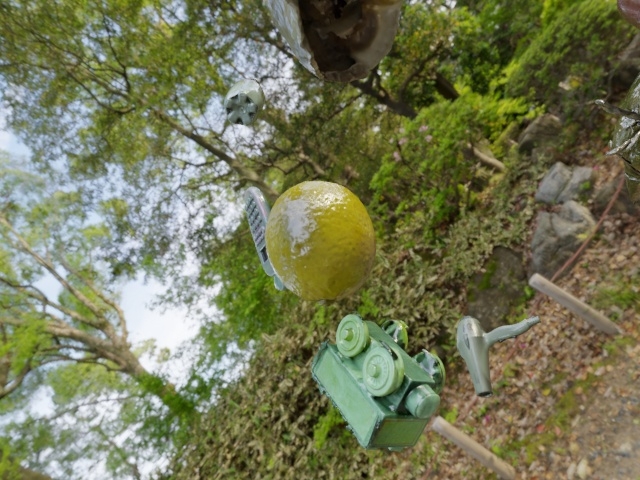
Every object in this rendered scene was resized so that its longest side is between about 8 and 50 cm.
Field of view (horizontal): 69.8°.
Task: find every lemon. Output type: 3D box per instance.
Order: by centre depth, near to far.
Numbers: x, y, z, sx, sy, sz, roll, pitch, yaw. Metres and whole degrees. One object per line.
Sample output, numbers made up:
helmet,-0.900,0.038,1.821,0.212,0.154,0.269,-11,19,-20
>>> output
lemon,0.001,0.001,1.011,0.267,0.267,0.267,-51,-14,-18

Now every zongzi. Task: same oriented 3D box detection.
zongzi,0.684,-0.140,0.926,0.500,0.218,0.467,-41,-42,-33

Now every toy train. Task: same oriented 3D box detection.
toy train,0.110,0.262,0.892,0.159,0.271,0.188,16,-76,-34

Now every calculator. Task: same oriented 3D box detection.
calculator,-0.145,-0.004,1.252,0.041,0.299,0.185,-18,-10,-22

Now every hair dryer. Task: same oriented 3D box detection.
hair dryer,0.455,0.301,1.199,0.224,0.088,0.219,-11,54,44

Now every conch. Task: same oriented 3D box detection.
conch,0.014,-0.325,0.554,0.324,0.186,0.263,-34,-46,-41

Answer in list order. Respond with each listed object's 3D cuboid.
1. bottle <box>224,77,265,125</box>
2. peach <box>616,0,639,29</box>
bottle,-0.166,-0.333,1.056,0.270,0.083,0.083,-91,26,-60
peach,0.637,-0.451,0.845,0.152,0.152,0.152,-51,-14,-18
